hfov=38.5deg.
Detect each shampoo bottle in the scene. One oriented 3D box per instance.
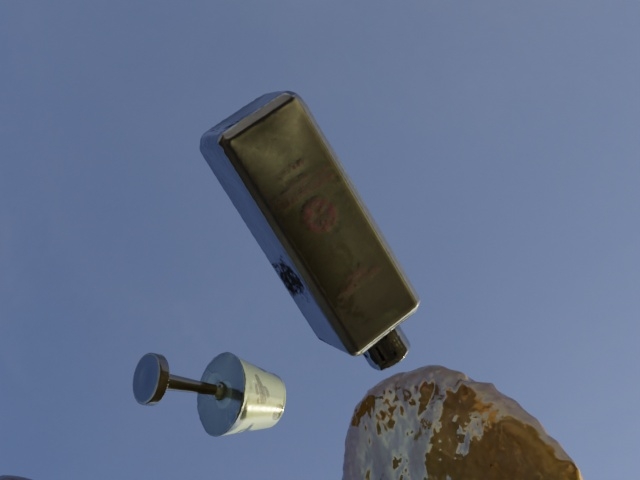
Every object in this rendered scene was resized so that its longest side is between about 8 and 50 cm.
[{"bbox_3d":[0.000,0.000,0.753,0.080,0.079,0.246,-36,-73,-14],"label":"shampoo bottle"}]

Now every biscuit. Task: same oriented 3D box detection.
[{"bbox_3d":[0.174,0.380,1.159,0.104,0.429,0.445,-13,-66,-36],"label":"biscuit"}]

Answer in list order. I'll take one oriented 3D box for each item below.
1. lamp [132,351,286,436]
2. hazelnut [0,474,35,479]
[{"bbox_3d":[-0.156,0.216,1.302,0.215,0.121,0.121,17,-75,-39],"label":"lamp"},{"bbox_3d":[-0.347,0.381,1.121,0.208,0.208,0.208,-1,-75,-4],"label":"hazelnut"}]
